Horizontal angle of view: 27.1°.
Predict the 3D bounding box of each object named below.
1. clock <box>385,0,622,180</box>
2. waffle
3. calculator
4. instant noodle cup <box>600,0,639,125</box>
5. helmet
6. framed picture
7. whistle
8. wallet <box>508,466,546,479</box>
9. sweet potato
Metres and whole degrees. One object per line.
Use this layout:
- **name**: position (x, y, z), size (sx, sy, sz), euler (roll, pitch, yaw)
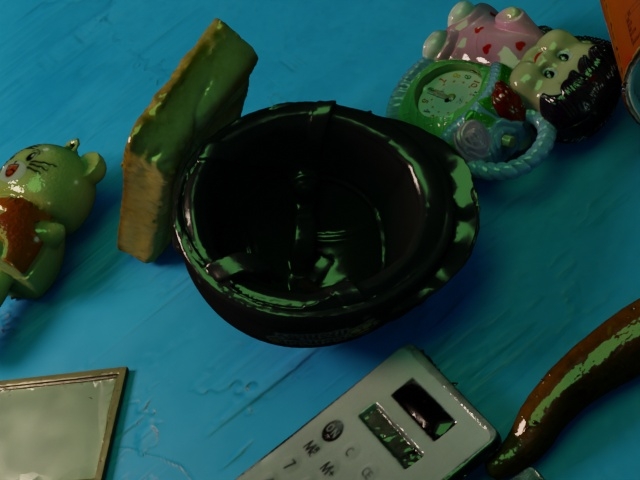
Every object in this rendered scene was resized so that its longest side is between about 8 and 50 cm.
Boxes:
- **clock**: position (0.188, -0.142, 1.329), size (0.195, 0.100, 0.194), euler (25, 70, 40)
- **waffle**: position (-0.138, -0.089, 1.339), size (0.057, 0.274, 0.168), euler (32, 66, 3)
- **calculator**: position (0.022, 0.207, 1.151), size (0.261, 0.021, 0.161), euler (-39, 39, -6)
- **instant noodle cup**: position (0.377, -0.232, 1.206), size (0.296, 0.296, 0.214), euler (-9, 59, 18)
- **helmet**: position (0.000, 0.000, 1.252), size (0.279, 0.160, 0.230), euler (-2, 60, -8)
- **framed picture**: position (-0.295, 0.195, 1.333), size (0.201, 0.010, 0.136), euler (-8, 50, 19)
- **whistle**: position (-0.334, -0.002, 1.446), size (0.131, 0.106, 0.288), euler (6, 55, 36)
- **wallet**: position (0.169, 0.341, 0.960), size (0.237, 0.075, 0.342), euler (-32, 44, -11)
- **sweet potato**: position (0.238, 0.107, 1.131), size (0.264, 0.057, 0.057), euler (-38, 47, -3)
